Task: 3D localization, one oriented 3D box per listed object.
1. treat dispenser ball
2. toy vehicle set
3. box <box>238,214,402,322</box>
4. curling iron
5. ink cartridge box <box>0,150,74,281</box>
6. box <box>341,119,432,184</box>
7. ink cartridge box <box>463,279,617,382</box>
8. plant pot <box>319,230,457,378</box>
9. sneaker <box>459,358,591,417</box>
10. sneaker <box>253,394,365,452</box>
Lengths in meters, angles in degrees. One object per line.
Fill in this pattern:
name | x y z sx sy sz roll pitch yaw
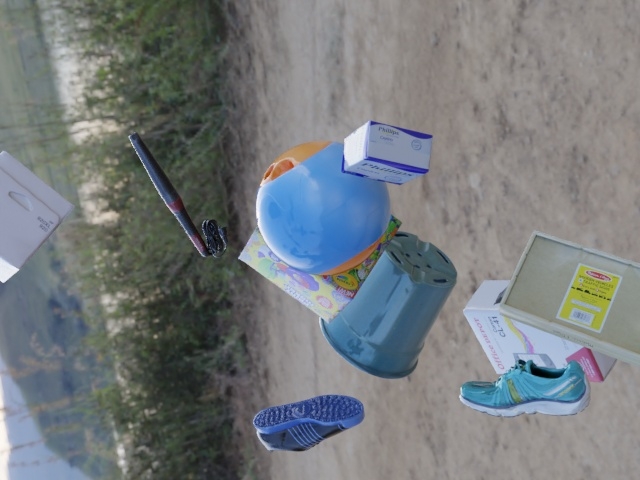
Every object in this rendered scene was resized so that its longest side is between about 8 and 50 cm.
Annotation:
treat dispenser ball | 0.005 -0.069 1.724 0.288 0.288 0.288 167 90 -71
toy vehicle set | 0.459 0.097 1.379 0.267 0.166 0.035 21 157 26
box | 0.000 0.000 2.058 0.290 0.279 0.177 36 148 -1
curling iron | -0.259 -0.080 1.463 0.035 0.068 0.274 -15 119 45
ink cartridge box | -0.628 -0.041 1.606 0.171 0.168 0.233 41 155 -17
box | 0.120 -0.159 1.494 0.137 0.126 0.072 157 122 -71
ink cartridge box | 0.536 0.215 1.967 0.306 0.131 0.226 -7 121 48
plant pot | 0.218 0.175 2.411 0.334 0.341 0.341 -61 41 30
sneaker | 0.423 0.299 1.696 0.275 0.107 0.110 -10 103 29
sneaker | -0.016 0.376 1.640 0.081 0.232 0.090 -78 -26 -54
